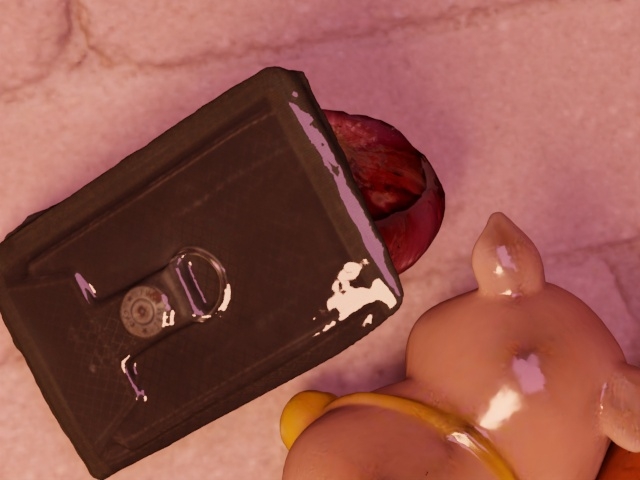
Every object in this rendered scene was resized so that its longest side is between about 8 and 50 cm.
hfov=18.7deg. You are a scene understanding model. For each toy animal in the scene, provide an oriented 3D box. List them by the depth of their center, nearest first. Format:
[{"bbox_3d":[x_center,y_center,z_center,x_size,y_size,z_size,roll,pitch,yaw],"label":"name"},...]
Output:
[{"bbox_3d":[0.072,0.125,1.158,0.248,0.149,0.165,-44,91,-3],"label":"toy animal"}]

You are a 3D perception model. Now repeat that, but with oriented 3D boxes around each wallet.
[{"bbox_3d":[-0.079,0.020,1.134,0.245,0.052,0.169,-31,79,26],"label":"wallet"}]

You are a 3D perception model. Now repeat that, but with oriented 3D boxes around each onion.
[{"bbox_3d":[0.000,0.000,1.205,0.150,0.140,0.150,3,32,-2],"label":"onion"}]

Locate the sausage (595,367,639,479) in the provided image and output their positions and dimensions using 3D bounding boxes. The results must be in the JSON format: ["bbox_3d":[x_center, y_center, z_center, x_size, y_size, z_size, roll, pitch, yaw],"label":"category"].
[{"bbox_3d":[0.217,0.152,1.191,0.102,0.102,0.330,27,73,-1],"label":"sausage"}]
